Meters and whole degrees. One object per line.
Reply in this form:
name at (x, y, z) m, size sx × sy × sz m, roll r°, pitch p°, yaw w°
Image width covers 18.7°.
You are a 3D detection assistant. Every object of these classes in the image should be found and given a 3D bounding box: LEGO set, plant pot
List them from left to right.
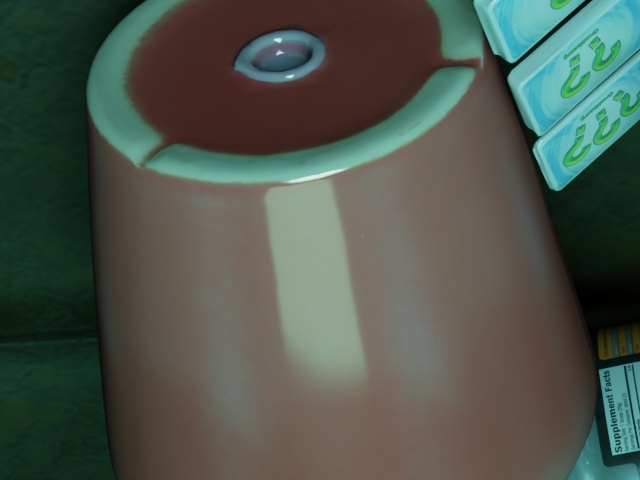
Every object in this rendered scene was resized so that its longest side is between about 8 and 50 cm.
plant pot at (0.000, 0.000, 0.996) m, size 0.274 × 0.275 × 0.243 m, roll -7°, pitch 130°, yaw 6°
LEGO set at (0.195, -0.131, 0.915) m, size 0.244 × 0.060 × 0.182 m, roll -41°, pitch 148°, yaw -5°

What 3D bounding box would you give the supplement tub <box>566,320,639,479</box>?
supplement tub at (0.265, 0.134, 1.200) m, size 0.316 × 0.194 × 0.194 m, roll -12°, pitch 139°, yaw 12°
